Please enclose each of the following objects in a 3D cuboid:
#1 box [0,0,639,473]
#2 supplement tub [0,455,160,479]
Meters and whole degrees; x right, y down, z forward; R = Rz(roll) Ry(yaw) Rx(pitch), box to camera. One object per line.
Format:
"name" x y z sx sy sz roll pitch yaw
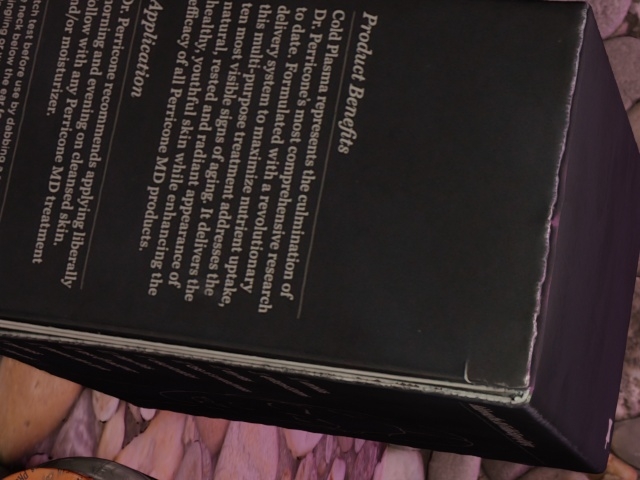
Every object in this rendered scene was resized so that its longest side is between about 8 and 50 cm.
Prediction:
"box" 0.000 0.000 1.398 0.480 0.472 0.297 41 59 -70
"supplement tub" -0.177 0.290 1.435 0.316 0.194 0.193 48 52 -67
